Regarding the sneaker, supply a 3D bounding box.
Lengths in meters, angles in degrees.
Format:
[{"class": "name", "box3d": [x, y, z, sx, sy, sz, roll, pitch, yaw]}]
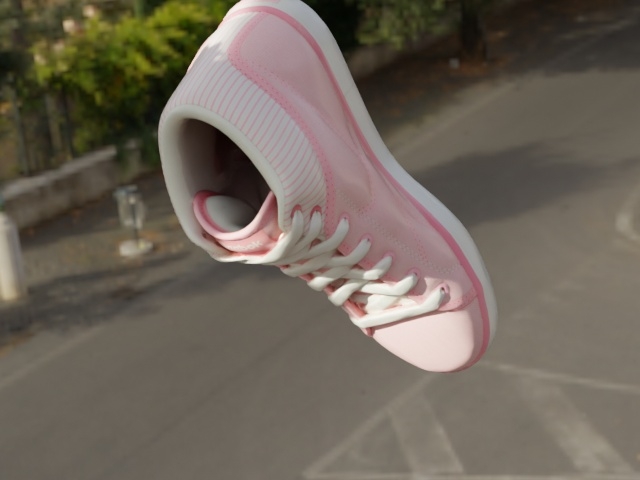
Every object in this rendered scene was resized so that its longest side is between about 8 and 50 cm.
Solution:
[{"class": "sneaker", "box3d": [0.000, 0.000, 0.394, 0.051, 0.134, 0.070, -18, 24, 37]}]
